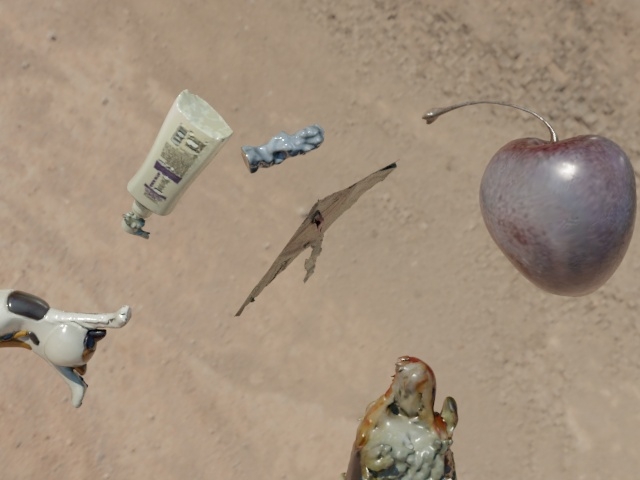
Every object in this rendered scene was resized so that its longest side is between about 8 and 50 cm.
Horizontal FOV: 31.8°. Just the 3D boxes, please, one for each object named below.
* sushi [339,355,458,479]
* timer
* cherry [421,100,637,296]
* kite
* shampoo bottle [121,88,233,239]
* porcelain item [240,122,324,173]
[{"bbox_3d":[0.056,0.195,0.878,0.097,0.226,0.103,6,23,11],"label":"sushi"},{"bbox_3d":[-0.352,0.074,1.213,0.266,0.175,0.175,28,48,-10],"label":"timer"},{"bbox_3d":[0.170,-0.025,0.918,0.148,0.188,0.115,55,51,-33],"label":"cherry"},{"bbox_3d":[-0.001,-0.001,1.107,0.229,0.250,0.012,-42,80,-14],"label":"kite"},{"bbox_3d":[-0.119,-0.052,0.864,0.049,0.141,0.034,35,38,-8],"label":"shampoo bottle"},{"bbox_3d":[-0.033,-0.089,1.063,0.083,0.036,0.028,-21,85,-14],"label":"porcelain item"}]
